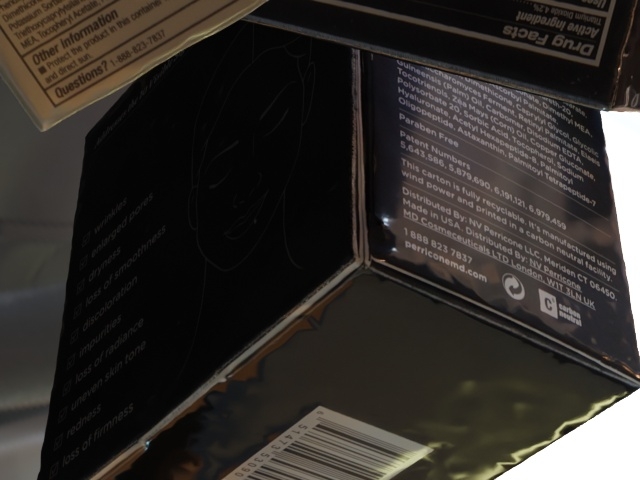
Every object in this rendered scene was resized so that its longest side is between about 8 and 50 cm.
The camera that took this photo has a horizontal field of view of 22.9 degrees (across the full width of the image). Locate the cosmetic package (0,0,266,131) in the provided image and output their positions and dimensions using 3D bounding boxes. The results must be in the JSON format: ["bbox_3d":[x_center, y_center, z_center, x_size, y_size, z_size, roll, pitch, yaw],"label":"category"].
[{"bbox_3d":[-0.133,-0.219,0.680,0.153,0.296,0.129,-27,-160,14],"label":"cosmetic package"}]

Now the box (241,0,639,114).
[{"bbox_3d":[0.115,-0.249,0.986,0.183,0.296,0.294,0,106,-59],"label":"box"}]

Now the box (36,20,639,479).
[{"bbox_3d":[0.000,0.000,1.425,0.480,0.297,0.472,-40,-142,39],"label":"box"}]
